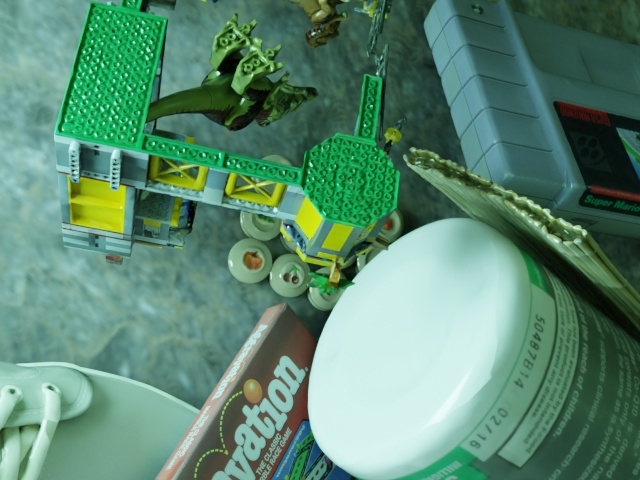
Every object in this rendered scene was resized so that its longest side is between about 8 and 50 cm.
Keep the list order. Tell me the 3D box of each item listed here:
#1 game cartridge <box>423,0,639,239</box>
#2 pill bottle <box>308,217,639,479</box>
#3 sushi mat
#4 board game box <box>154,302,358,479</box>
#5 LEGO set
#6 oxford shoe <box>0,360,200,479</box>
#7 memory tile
[{"bbox_3d":[0.278,-0.102,0.854,0.355,0.068,0.230,8,47,-25],"label":"game cartridge"},{"bbox_3d":[0.183,0.155,0.735,0.361,0.204,0.204,35,70,-27],"label":"pill bottle"},{"bbox_3d":[0.191,0.023,0.729,0.019,0.151,0.316,-56,140,0],"label":"sushi mat"},{"bbox_3d":[-0.047,0.188,0.662,0.145,0.027,0.281,51,43,-18],"label":"board game box"},{"bbox_3d":[-0.061,-0.109,0.668,0.254,0.192,0.331,3,66,-12],"label":"LEGO set"},{"bbox_3d":[-0.234,0.140,0.590,0.449,0.130,0.169,21,70,-25],"label":"oxford shoe"},{"bbox_3d":[0.000,0.000,0.785,0.148,0.012,0.113,21,74,-22],"label":"memory tile"}]
